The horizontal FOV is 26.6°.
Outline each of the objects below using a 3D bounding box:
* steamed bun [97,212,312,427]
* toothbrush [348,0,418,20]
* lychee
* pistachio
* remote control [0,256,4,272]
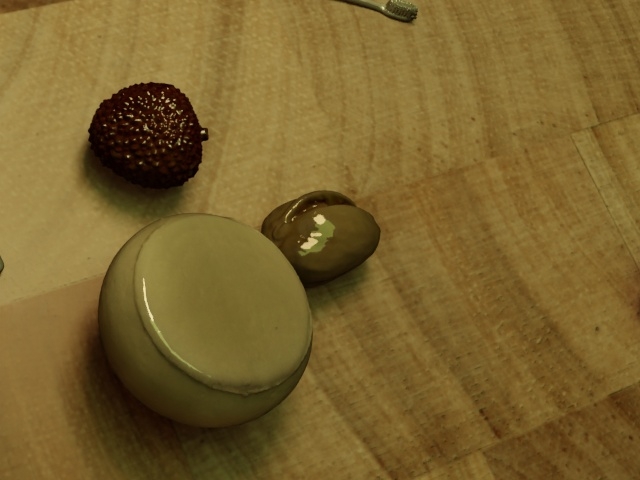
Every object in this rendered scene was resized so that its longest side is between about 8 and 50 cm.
[{"bbox_3d":[-0.128,0.091,1.410,0.232,0.145,0.232,19,51,-26],"label":"steamed bun"},{"bbox_3d":[-0.008,-0.325,1.715,0.288,0.024,0.021,13,65,-17],"label":"toothbrush"},{"bbox_3d":[-0.191,-0.116,1.495,0.129,0.123,0.123,-6,66,11],"label":"lychee"},{"bbox_3d":[0.000,0.000,1.532,0.149,0.113,0.113,-5,69,-32],"label":"pistachio"},{"bbox_3d":[-0.390,-0.043,1.427,0.050,0.027,0.184,-22,78,-29],"label":"remote control"}]
